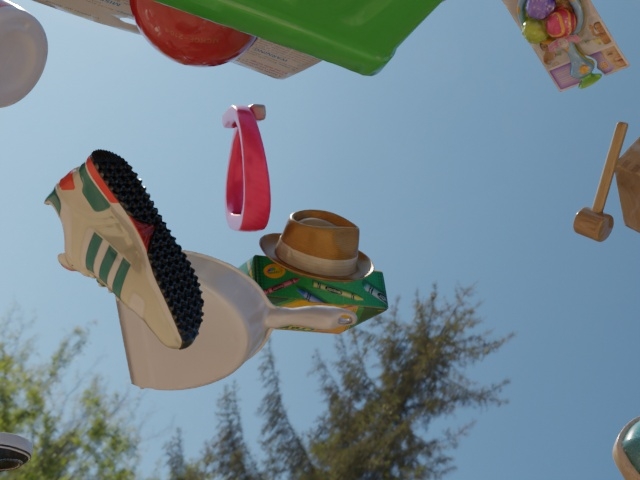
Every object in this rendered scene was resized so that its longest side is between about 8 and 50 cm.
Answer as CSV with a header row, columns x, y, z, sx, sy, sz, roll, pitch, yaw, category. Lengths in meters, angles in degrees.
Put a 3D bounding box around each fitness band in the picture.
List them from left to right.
x,y,z,sx,sy,sz,roll,pitch,yaw,category
-0.126,-0.119,1.229,0.291,0.054,0.208,-168,-105,-76,fitness band

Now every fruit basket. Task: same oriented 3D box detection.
x,y,z,sx,sy,sz,roll,pitch,yaw,category
-0.078,-0.221,0.556,0.353,0.327,0.165,3,-97,58,fruit basket

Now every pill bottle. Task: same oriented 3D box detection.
x,y,z,sx,sy,sz,roll,pitch,yaw,category
-0.447,-0.256,0.867,0.222,0.124,0.124,29,-47,15,pill bottle

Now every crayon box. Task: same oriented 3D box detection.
x,y,z,sx,sy,sz,roll,pitch,yaw,category
-0.037,0.105,1.348,0.165,0.279,0.081,-35,-126,50,crayon box

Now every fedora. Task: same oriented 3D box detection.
x,y,z,sx,sy,sz,roll,pitch,yaw,category
0.000,0.000,1.191,0.194,0.194,0.079,22,-68,19,fedora

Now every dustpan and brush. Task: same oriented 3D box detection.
x,y,z,sx,sy,sz,roll,pitch,yaw,category
-0.075,0.075,0.673,0.211,0.060,0.147,4,-64,14,dustpan and brush

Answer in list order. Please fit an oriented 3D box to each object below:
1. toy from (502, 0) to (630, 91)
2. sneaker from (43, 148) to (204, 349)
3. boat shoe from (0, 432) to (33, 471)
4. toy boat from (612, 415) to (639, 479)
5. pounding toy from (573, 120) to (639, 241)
x,y,z,sx,sy,sz,roll,pitch,yaw,category
0.376,-0.342,1.181,0.237,0.056,0.137,47,-31,-19,toy
-0.151,0.016,0.552,0.075,0.057,0.161,-29,-91,19,sneaker
-0.476,0.296,0.947,0.078,0.219,0.070,-41,-123,26,boat shoe
0.604,0.302,1.182,0.268,0.318,0.148,11,-46,-1,toy boat
0.388,-0.063,0.826,0.094,0.206,0.181,37,-12,42,pounding toy
